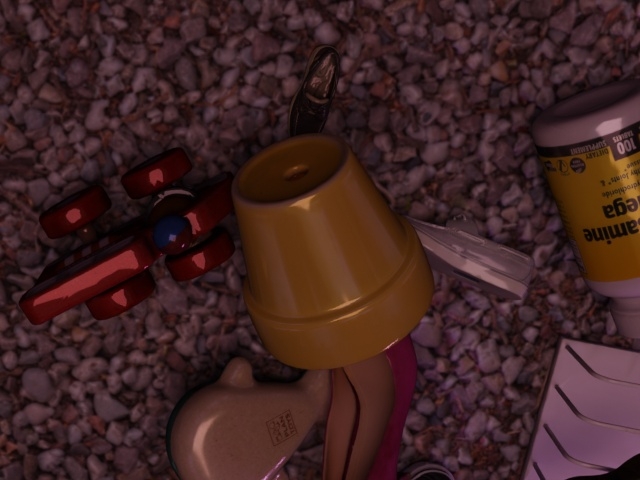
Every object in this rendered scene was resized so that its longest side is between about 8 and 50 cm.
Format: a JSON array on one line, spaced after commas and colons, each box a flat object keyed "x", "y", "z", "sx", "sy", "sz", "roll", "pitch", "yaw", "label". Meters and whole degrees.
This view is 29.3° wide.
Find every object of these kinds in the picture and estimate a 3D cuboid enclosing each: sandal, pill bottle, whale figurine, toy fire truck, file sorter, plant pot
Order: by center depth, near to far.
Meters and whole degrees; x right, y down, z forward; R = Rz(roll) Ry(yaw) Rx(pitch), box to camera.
[{"x": 0.000, "y": 0.000, "z": 1.612, "sx": 0.254, "sy": 0.254, "sz": 0.239, "roll": -21, "pitch": 123, "yaw": 0, "label": "plant pot"}, {"x": -0.242, "y": 0.005, "z": 1.622, "sx": 0.302, "sy": 0.254, "sz": 0.169, "roll": -26, "pitch": 104, "yaw": 1, "label": "toy fire truck"}, {"x": 0.399, "y": 0.356, "z": 1.683, "sx": 0.219, "sy": 0.090, "sz": 0.060, "roll": -25, "pitch": 125, "yaw": -5, "label": "sandal"}, {"x": 0.432, "y": -0.042, "z": 1.705, "sx": 0.188, "sy": 0.188, "sz": 0.333, "roll": -23, "pitch": 104, "yaw": 0, "label": "pill bottle"}, {"x": -0.098, "y": 0.263, "z": 1.774, "sx": 0.272, "sy": 0.141, "sz": 0.216, "roll": -26, "pitch": 105, "yaw": -24, "label": "whale figurine"}, {"x": 0.428, "y": 0.311, "z": 1.795, "sx": 0.193, "sy": 0.173, "sz": 0.277, "roll": 11, "pitch": 102, "yaw": -7, "label": "file sorter"}]

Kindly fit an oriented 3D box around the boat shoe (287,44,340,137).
[{"x": -0.010, "y": -0.197, "z": 1.701, "sx": 0.056, "sy": 0.049, "sz": 0.152, "roll": 12, "pitch": 102, "yaw": -8, "label": "boat shoe"}]

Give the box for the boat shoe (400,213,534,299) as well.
[{"x": 0.203, "y": 0.007, "z": 1.762, "sx": 0.228, "sy": 0.079, "sz": 0.081, "roll": 26, "pitch": 76, "yaw": -6, "label": "boat shoe"}]

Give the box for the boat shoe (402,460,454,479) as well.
[{"x": 0.083, "y": 0.477, "z": 1.827, "sx": 0.121, "sy": 0.119, "sz": 0.335, "roll": 33, "pitch": 98, "yaw": -11, "label": "boat shoe"}]

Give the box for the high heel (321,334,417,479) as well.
[{"x": 0.052, "y": 0.234, "z": 1.704, "sx": 0.127, "sy": 0.181, "sz": 0.377, "roll": -11, "pitch": 87, "yaw": 31, "label": "high heel"}]
